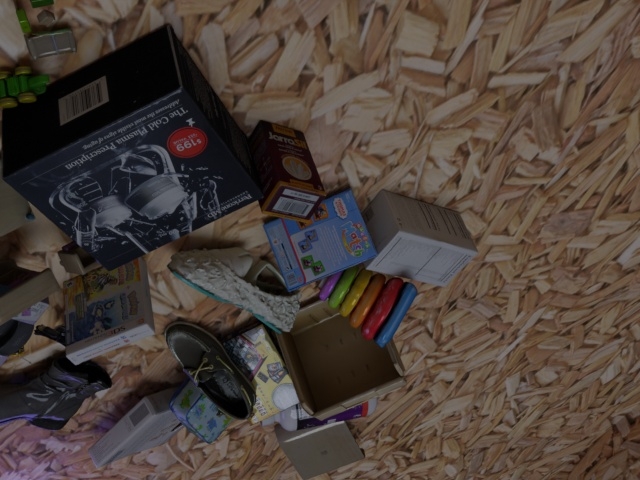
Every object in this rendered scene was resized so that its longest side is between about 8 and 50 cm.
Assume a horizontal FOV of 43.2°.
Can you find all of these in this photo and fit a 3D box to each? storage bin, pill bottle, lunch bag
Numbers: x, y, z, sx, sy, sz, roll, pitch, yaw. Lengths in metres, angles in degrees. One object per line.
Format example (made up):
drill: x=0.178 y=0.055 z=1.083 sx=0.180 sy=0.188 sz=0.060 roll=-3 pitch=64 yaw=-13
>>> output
storage bin: x=0.051 y=0.281 z=2.038 sx=0.262 sy=0.260 sz=0.123 roll=-25 pitch=153 yaw=7
pill bottle: x=-0.015 y=0.424 z=2.248 sx=0.323 sy=0.181 sz=0.181 roll=-9 pitch=140 yaw=-11
lunch bag: x=-0.301 y=0.434 z=2.175 sx=0.176 sy=0.090 sz=0.219 roll=-51 pitch=148 yaw=-19

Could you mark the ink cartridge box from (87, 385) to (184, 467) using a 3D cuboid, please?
ink cartridge box: x=-0.466 y=0.510 z=2.268 sx=0.296 sy=0.066 sz=0.261 roll=-42 pitch=161 yaw=27

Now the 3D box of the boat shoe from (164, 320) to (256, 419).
boat shoe: x=-0.272 y=0.324 z=2.008 sx=0.109 sy=0.091 sz=0.305 roll=-39 pitch=107 yaw=9

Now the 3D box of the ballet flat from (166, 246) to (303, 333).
ballet flat: x=-0.182 y=0.088 z=1.856 sx=0.147 sy=0.147 sz=0.409 roll=-33 pitch=142 yaw=17

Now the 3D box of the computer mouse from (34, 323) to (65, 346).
computer mouse: x=-0.565 y=0.220 z=1.822 sx=0.106 sy=0.042 sz=0.193 roll=19 pitch=177 yaw=7

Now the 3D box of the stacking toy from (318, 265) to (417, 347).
stacking toy: x=0.058 y=0.107 z=1.882 sx=0.302 sy=0.175 sz=0.165 roll=30 pitch=90 yaw=1

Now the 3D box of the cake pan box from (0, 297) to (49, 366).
cake pan box: x=-0.749 y=0.162 z=1.719 sx=0.267 sy=0.070 sz=0.246 roll=27 pitch=116 yaw=-41

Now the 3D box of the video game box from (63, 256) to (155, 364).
video game box: x=-0.455 y=0.143 z=1.727 sx=0.187 sy=0.205 sz=0.048 roll=-21 pitch=139 yaw=2

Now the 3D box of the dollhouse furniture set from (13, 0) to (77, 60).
dollhouse furniture set: x=-0.442 y=-0.357 z=1.287 sx=0.076 sy=0.058 sz=0.151 roll=-16 pitch=161 yaw=-14

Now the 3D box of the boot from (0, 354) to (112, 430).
boot: x=-0.700 y=0.352 z=1.970 sx=0.223 sy=0.118 sz=0.338 roll=-42 pitch=147 yaw=22

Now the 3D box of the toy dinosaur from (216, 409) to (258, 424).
toy dinosaur: x=-0.219 y=0.451 z=2.199 sx=0.092 sy=0.053 sz=0.183 roll=-56 pitch=144 yaw=7

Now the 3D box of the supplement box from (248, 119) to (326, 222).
supplement box: x=-0.072 y=-0.134 z=1.561 sx=0.104 sy=0.188 sz=0.081 roll=11 pitch=132 yaw=-32

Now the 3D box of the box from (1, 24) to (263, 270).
box: x=-0.328 y=-0.152 z=1.449 sx=0.343 sy=0.179 sz=0.312 roll=-25 pitch=142 yaw=9

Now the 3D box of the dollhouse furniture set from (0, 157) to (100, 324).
dollhouse furniture set: x=-0.619 y=-0.036 z=1.547 sx=0.286 sy=0.198 sz=0.303 roll=-35 pitch=117 yaw=-33

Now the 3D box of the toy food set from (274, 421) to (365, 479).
toy food set: x=0.002 y=0.647 z=2.607 sx=0.220 sy=0.092 sz=0.306 roll=-21 pitch=133 yaw=4

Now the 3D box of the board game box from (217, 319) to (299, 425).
board game box: x=-0.165 y=0.342 z=2.094 sx=0.165 sy=0.042 sz=0.243 roll=-26 pitch=106 yaw=5

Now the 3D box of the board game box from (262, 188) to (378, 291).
board game box: x=0.000 y=0.000 z=1.777 sx=0.212 sy=0.160 sz=0.039 roll=-22 pitch=173 yaw=6

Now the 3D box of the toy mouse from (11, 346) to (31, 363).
toy mouse: x=-0.763 y=0.247 z=1.867 sx=0.143 sy=0.031 sz=0.161 roll=-12 pitch=141 yaw=-8

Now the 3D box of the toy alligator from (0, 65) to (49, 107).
toy alligator: x=-0.527 y=-0.250 z=1.361 sx=0.190 sy=0.056 sz=0.051 roll=-10 pitch=178 yaw=17

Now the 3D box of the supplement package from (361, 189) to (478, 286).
supplement package: x=0.218 y=-0.001 z=1.874 sx=0.244 sy=0.133 sz=0.139 roll=14 pitch=131 yaw=-33
